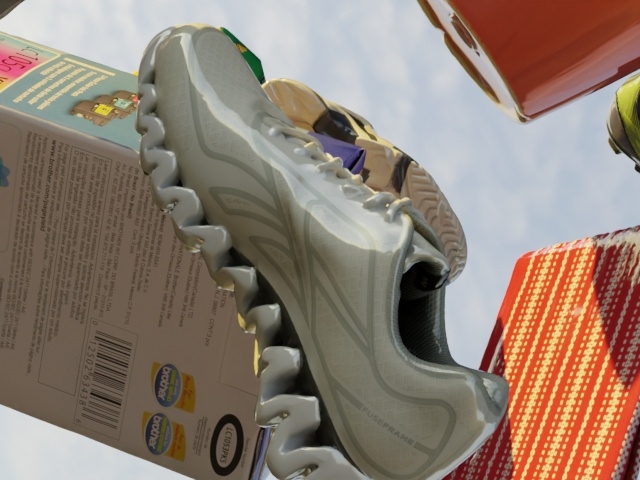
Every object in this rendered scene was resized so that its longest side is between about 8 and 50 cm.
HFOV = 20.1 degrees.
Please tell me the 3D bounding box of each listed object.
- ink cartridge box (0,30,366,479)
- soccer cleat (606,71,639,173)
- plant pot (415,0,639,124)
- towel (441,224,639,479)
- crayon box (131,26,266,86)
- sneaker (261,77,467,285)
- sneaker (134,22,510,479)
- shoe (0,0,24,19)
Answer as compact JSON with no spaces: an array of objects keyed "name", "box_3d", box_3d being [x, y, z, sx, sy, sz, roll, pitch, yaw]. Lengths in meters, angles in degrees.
[{"name":"ink cartridge box","box_3d":[-0.130,0.026,1.434,0.395,0.151,0.270,20,-61,13]},{"name":"soccer cleat","box_3d":[0.414,-0.068,1.797,0.289,0.093,0.121,36,-29,8]},{"name":"plant pot","box_3d":[0.223,-0.252,1.639,0.275,0.243,0.275,54,-1,1]},{"name":"towel","box_3d":[0.170,0.087,1.234,0.031,0.199,0.275,24,-12,-15]},{"name":"crayon box","box_3d":[-0.179,-0.074,1.792,0.081,0.278,0.165,41,30,-52]},{"name":"sneaker","box_3d":[0.042,-0.050,1.590,0.235,0.094,0.153,35,9,10]},{"name":"sneaker","box_3d":[0.000,0.000,0.925,0.118,0.110,0.292,-37,-112,26]},{"name":"shoe","box_3d":[-0.181,-0.152,0.976,0.178,0.081,0.063,-24,-69,29]}]
